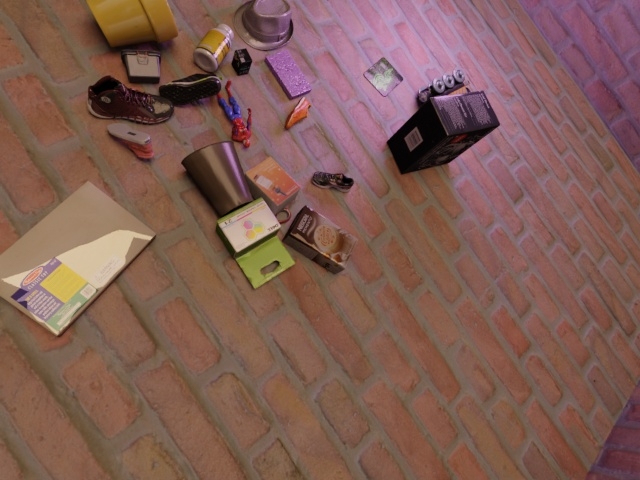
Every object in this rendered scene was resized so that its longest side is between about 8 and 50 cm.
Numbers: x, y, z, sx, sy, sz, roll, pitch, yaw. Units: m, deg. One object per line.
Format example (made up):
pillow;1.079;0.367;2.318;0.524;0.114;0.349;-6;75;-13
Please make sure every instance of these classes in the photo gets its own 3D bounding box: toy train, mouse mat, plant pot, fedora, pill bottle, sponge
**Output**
toy train;0.622;-0.721;2.057;0.333;0.142;0.190;-34;101;-30
mouse mat;0.308;-0.795;2.008;0.152;0.007;0.190;45;63;-5
plant pot;-0.673;-0.810;1.467;0.238;0.254;0.254;-30;87;-12
fedora;-0.225;-0.956;1.760;0.275;0.124;0.244;-32;87;-28
pill bottle;-0.414;-0.761;1.627;0.103;0.103;0.184;29;65;-13
sponge;-0.137;-0.711;1.773;0.117;0.031;0.210;-32;88;-28

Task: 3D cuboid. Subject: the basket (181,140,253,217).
basket;-0.345;-0.208;1.459;0.204;0.154;0.227;-27;89;-33

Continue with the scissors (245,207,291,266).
scissors;-0.220;-0.039;1.533;0.109;0.021;0.297;42;64;-7

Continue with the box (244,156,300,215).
box;-0.183;-0.201;1.543;0.170;0.091;0.130;45;60;5

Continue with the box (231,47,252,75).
box;-0.317;-0.717;1.667;0.052;0.083;0.062;-25;85;-27

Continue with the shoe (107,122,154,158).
shoe;-0.649;-0.338;1.416;0.177;0.081;0.063;22;49;16

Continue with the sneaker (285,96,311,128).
sneaker;-0.088;-0.523;1.718;0.067;0.064;0.175;40;65;-18

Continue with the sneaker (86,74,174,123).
sneaker;-0.640;-0.481;1.406;0.281;0.162;0.107;-8;77;-25

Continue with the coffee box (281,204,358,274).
coffee box;0.000;0.000;1.568;0.246;0.098;0.141;32;64;-11

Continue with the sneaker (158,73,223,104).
sneaker;-0.479;-0.571;1.546;0.234;0.084;0.097;-9;47;-6

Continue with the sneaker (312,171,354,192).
sneaker;0.056;-0.252;1.685;0.178;0.077;0.072;7;70;-21

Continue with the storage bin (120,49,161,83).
storage bin;-0.641;-0.626;1.498;0.135;0.098;0.091;-9;88;-26

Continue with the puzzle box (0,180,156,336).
puzzle box;-0.747;0.046;1.255;0.272;0.052;0.409;40;63;-8

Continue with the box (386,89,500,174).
box;0.526;-0.466;1.807;0.312;0.343;0.179;-18;80;-26

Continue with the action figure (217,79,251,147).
action figure;-0.320;-0.492;1.570;0.091;0.139;0.281;-20;85;-26

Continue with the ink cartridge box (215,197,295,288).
ink cartridge box;-0.219;0.008;1.453;0.188;0.097;0.255;-32;82;-23
